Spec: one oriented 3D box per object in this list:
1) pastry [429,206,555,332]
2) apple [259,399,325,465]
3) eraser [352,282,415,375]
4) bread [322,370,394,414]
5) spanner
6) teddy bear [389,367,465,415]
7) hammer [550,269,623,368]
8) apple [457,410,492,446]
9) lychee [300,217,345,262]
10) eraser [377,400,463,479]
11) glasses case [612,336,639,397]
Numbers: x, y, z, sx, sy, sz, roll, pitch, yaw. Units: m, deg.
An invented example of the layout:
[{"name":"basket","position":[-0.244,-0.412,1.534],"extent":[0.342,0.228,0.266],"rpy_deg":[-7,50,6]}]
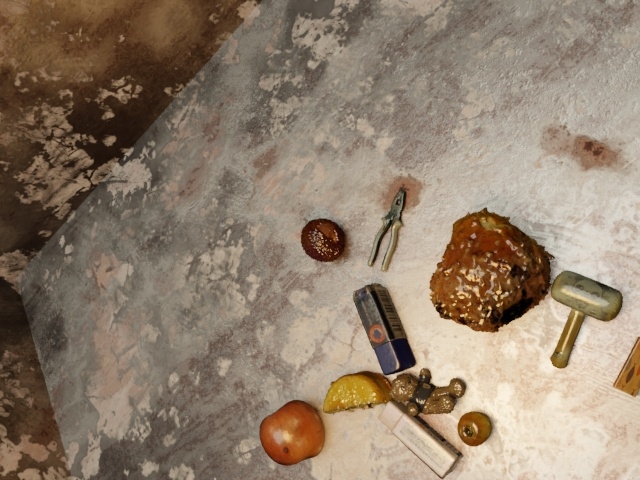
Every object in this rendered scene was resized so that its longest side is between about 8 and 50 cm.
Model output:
[{"name":"pastry","position":[0.560,0.109,1.657],"extent":[0.337,0.292,0.406],"rpy_deg":[16,73,33]},{"name":"apple","position":[-0.106,0.744,1.952],"extent":[0.253,0.253,0.254],"rpy_deg":[-6,78,30]},{"name":"eraser","position":[0.236,0.323,1.889],"extent":[0.101,0.155,0.333],"rpy_deg":[-30,68,25]},{"name":"bread","position":[0.135,0.561,1.902],"extent":[0.260,0.160,0.147],"rpy_deg":[-21,64,32]},{"name":"spanner","position":[0.269,-0.041,2.001],"extent":[0.095,0.040,0.325],"rpy_deg":[21,93,31]},{"name":"teddy bear","position":[0.369,0.547,1.788],"extent":[0.251,0.182,0.129],"rpy_deg":[9,122,30]},{"name":"hammer","position":[0.795,0.263,1.608],"extent":[0.201,0.113,0.306],"rpy_deg":[27,103,35]},{"name":"apple","position":[0.516,0.627,1.698],"extent":[0.099,0.101,0.114],"rpy_deg":[16,96,44]},{"name":"lychee","position":[0.000,0.000,2.079],"extent":[0.188,0.188,0.188],"rpy_deg":[-6,78,30]},{"name":"eraser","position":[0.345,0.680,1.770],"extent":[0.287,0.130,0.086],"rpy_deg":[37,98,31]},{"name":"glasses case","position":[0.943,0.376,1.524],"extent":[0.064,0.041,0.170],"rpy_deg":[26,94,20]}]
